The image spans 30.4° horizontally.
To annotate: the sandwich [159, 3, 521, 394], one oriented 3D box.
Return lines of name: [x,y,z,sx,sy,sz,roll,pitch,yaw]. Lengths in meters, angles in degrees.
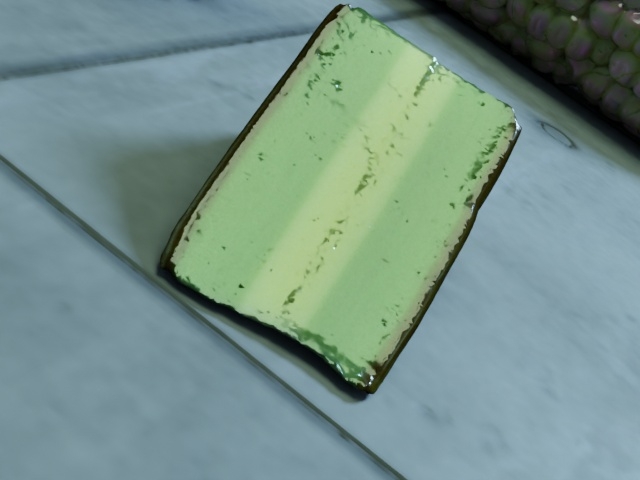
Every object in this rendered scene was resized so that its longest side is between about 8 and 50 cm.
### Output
sandwich: [0.000,0.000,0.359,0.074,0.074,0.116,33,56,-1]

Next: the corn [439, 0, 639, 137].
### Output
corn: [0.142,-0.169,0.740,0.335,0.126,0.127,33,23,11]
